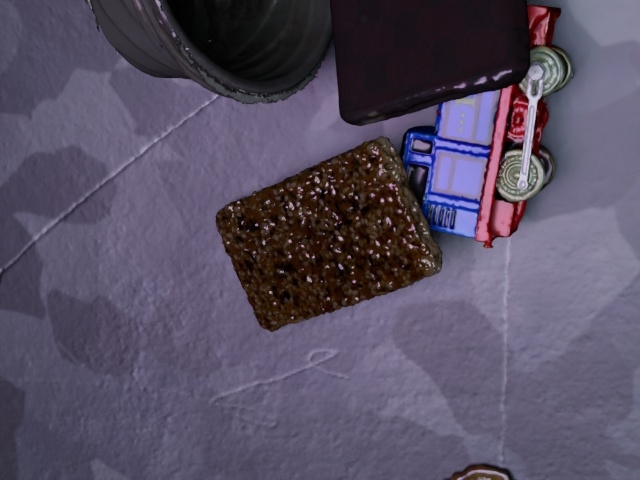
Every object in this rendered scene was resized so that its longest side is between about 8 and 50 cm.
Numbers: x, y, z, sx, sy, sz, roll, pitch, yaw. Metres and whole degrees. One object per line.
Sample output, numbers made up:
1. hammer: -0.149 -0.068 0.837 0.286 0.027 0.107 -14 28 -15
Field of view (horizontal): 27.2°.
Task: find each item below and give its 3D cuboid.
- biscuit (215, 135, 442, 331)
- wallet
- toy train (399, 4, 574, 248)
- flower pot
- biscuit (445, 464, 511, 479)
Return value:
1. biscuit: 0.000 0.000 1.164 0.231 0.025 0.131 -23 93 44
2. wallet: 0.086 -0.216 1.087 0.182 0.049 0.229 -11 72 29
3. toy train: 0.137 -0.102 1.121 0.131 0.083 0.204 13 102 17
4. flower pot: -0.105 -0.220 1.122 0.140 0.235 0.235 -9 97 40
5. biscuit: 0.129 0.350 1.238 0.237 0.013 0.232 -34 88 20
